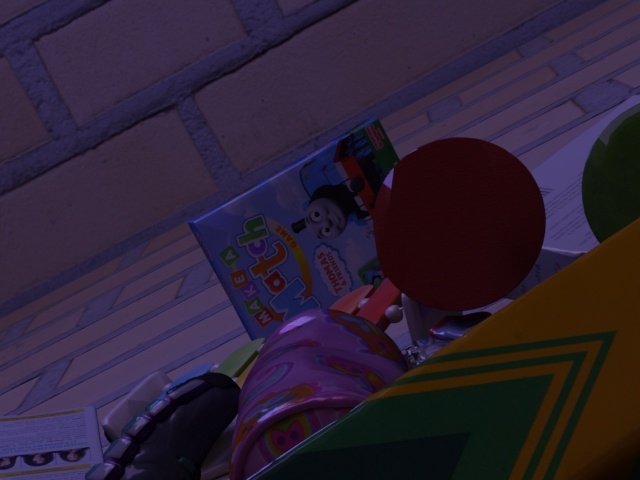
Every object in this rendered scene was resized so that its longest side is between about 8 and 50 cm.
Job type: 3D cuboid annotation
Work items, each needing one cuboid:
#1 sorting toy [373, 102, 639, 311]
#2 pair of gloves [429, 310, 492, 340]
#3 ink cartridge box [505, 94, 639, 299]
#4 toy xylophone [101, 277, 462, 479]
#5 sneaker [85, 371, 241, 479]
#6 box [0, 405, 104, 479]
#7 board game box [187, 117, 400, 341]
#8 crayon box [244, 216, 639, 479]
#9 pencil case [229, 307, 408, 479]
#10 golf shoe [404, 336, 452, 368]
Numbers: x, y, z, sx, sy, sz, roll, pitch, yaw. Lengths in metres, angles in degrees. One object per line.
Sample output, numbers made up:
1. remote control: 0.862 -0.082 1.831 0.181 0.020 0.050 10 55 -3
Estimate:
1. sorting toy: 0.225 -0.019 1.328 0.365 0.127 0.126 -10 -14 10
2. pair of gloves: 0.177 0.049 1.261 0.198 0.023 0.159 -10 6 -26
3. ink cartridge box: 0.276 -0.028 1.493 0.239 0.060 0.275 12 34 40
4. toy xylophone: -0.027 0.117 1.513 0.322 0.081 0.236 -26 9 17
5. sneaker: -0.118 0.190 1.291 0.223 0.098 0.083 -43 -26 -16
6. box: -0.212 0.198 1.465 0.100 0.060 0.244 -6 15 -8
7. board game box: 0.000 0.000 1.865 0.211 0.160 0.039 -30 10 -13
8. crayon box: 0.072 0.119 0.830 0.323 0.083 0.203 -31 -26 -23
9. pencil case: 0.005 0.126 1.236 0.124 0.124 0.284 -28 9 4
10. golf shoe: 0.107 0.088 1.312 0.086 0.069 0.176 -22 9 2
